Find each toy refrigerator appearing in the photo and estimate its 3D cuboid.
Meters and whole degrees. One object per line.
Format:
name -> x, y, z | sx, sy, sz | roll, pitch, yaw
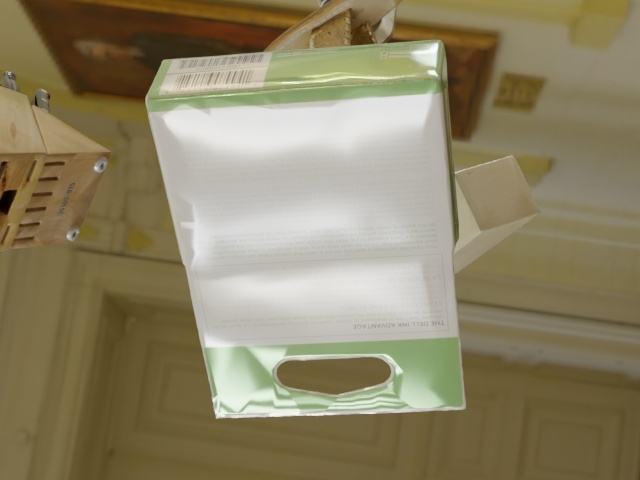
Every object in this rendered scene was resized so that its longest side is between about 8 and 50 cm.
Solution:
toy refrigerator -> 0.169, -0.016, 1.696 | 0.094, 0.102, 0.269 | 66, 151, 12

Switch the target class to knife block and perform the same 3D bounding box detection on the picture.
knife block -> -0.308, -0.086, 1.022 | 0.088, 0.242, 0.275 | -65, -19, 15

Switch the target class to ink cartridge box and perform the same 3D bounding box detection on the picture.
ink cartridge box -> 0.000, 0.000, 0.775 | 0.056, 0.171, 0.235 | -80, -16, -56

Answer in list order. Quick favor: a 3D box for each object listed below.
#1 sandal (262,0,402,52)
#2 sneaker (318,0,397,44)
sandal -> 0.025, -0.155, 1.061 | 0.240, 0.079, 0.088 | -44, -25, 22
sneaker -> 0.037, -0.274, 1.399 | 0.064, 0.086, 0.192 | -39, 22, 23
